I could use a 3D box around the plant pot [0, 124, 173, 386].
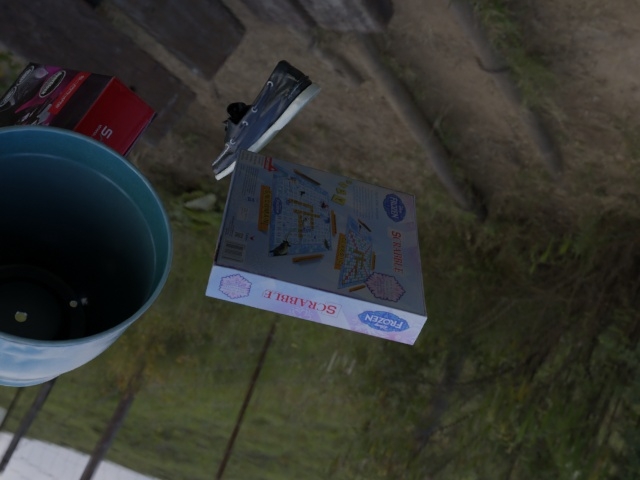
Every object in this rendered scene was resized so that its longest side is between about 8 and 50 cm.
[{"bbox_3d":[-0.344,0.045,0.964,0.272,0.271,0.255,26,142,-13],"label":"plant pot"}]

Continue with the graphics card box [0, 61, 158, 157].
[{"bbox_3d":[-0.426,-0.154,1.252,0.094,0.232,0.371,41,168,-37],"label":"graphics card box"}]

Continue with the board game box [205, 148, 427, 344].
[{"bbox_3d":[0.000,0.000,1.276,0.318,0.318,0.065,15,127,-8],"label":"board game box"}]

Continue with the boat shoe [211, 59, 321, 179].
[{"bbox_3d":[-0.143,-0.252,1.690,0.113,0.127,0.340,48,135,-6],"label":"boat shoe"}]
